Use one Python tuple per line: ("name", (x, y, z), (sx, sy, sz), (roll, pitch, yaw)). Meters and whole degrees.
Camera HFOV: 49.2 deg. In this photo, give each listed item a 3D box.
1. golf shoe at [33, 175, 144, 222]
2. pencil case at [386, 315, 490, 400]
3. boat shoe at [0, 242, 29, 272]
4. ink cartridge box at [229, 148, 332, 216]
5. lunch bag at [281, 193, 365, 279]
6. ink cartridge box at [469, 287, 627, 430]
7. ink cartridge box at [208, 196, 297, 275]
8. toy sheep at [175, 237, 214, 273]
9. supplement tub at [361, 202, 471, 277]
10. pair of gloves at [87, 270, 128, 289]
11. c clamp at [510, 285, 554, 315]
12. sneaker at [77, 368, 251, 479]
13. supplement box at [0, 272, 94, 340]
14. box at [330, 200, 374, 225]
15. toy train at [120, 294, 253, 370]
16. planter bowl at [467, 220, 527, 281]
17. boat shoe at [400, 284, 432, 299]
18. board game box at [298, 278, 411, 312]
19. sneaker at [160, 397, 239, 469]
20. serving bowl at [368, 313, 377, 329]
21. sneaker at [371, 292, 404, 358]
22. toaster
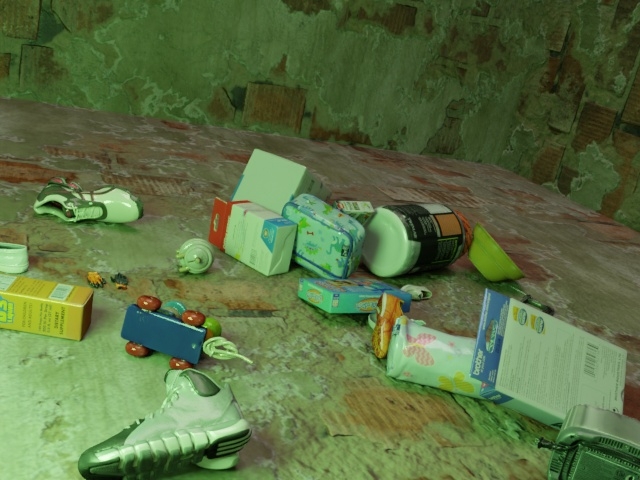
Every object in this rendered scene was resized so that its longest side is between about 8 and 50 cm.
("golf shoe", (-0.587, -0.080, 1.776), (0.272, 0.105, 0.120), (9, 33, 8))
("pencil case", (0.261, 0.231, 1.340), (0.273, 0.114, 0.124), (15, 40, 4))
("boat shoe", (-0.689, 0.018, 1.428), (0.184, 0.063, 0.066), (14, 18, 4))
("ink cartridge box", (-0.103, -0.116, 1.926), (0.168, 0.171, 0.232), (22, -6, 23))
("lunch bag", (0.000, 0.000, 1.750), (0.219, 0.176, 0.090), (31, 41, 22))
("ink cartridge box", (0.404, 0.229, 1.257), (0.311, 0.065, 0.186), (25, 60, -11))
("ink cartridge box", (-0.176, -0.017, 1.764), (0.231, 0.134, 0.078), (26, 23, 35))
("toy sheep", (-0.287, 0.037, 1.612), (0.091, 0.091, 0.132), (8, 13, -14))
("supplement tub", (0.268, -0.006, 1.935), (0.316, 0.194, 0.193), (-5, 25, -44))
("pair of gloves", (-0.450, 0.083, 1.479), (0.083, 0.010, 0.074), (5, 19, -24))
("c clamp", (0.555, 0.174, 1.871), (0.137, 0.022, 0.160), (26, 20, 22))
("sneaker", (-0.218, 0.242, 0.947), (0.228, 0.086, 0.132), (-5, 51, -28))
("supplement box", (-0.528, 0.112, 1.233), (0.233, 0.078, 0.080), (10, 21, -4))
("box", (0.042, -0.026, 1.842), (0.114, 0.207, 0.036), (0, 53, -34))
("toy train", (-0.213, 0.173, 1.247), (0.248, 0.105, 0.143), (17, 5, 12))
("planter bowl", (0.489, 0.053, 2.012), (0.217, 0.090, 0.217), (47, 10, -11))
("boat shoe", (0.241, 0.134, 1.755), (0.100, 0.035, 0.035), (6, 15, -40))
("board game box", (0.077, 0.125, 1.599), (0.210, 0.047, 0.160), (3, 8, -28))
("sneaker", (-0.178, 0.275, 1.004), (0.152, 0.061, 0.053), (24, 19, 27))
("serving bowl", (0.143, 0.188, 1.533), (0.083, 0.027, 0.083), (12, 18, -4))
("sneaker", (0.147, 0.176, 1.456), (0.067, 0.064, 0.175), (20, 42, -2))
("toaster", (0.457, 0.348, 1.108), (0.226, 0.129, 0.146), (17, 14, 21))
